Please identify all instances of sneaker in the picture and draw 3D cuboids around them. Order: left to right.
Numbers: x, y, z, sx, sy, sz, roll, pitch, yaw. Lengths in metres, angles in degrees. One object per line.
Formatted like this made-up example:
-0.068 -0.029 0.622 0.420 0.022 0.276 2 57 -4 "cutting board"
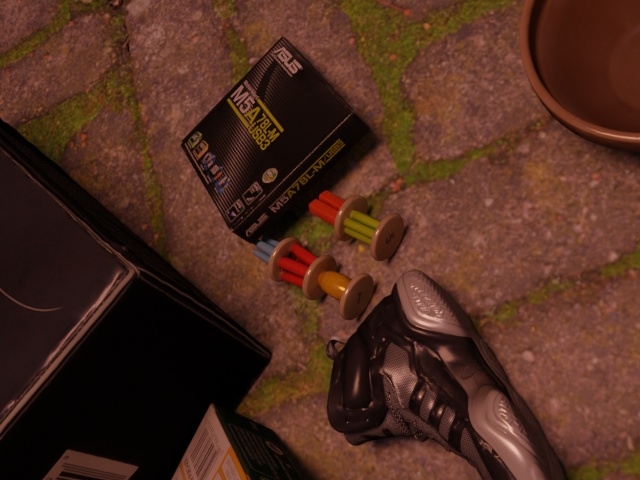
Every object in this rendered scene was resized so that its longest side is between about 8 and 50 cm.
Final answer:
0.101 0.166 0.697 0.153 0.101 0.269 -38 55 13 "sneaker"

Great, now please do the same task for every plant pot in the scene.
0.308 -0.179 0.688 0.237 0.109 0.238 -9 71 26 "plant pot"

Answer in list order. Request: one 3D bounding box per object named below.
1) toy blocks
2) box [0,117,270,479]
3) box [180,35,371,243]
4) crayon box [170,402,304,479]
0.000 0.000 0.825 0.148 0.054 0.123 27 88 32 "toy blocks"
-0.405 0.136 0.823 0.471 0.297 0.480 37 84 30 "box"
-0.059 -0.119 0.878 0.184 0.045 0.191 -45 46 11 "box"
-0.127 0.338 0.708 0.323 0.083 0.203 -61 19 -2 "crayon box"
